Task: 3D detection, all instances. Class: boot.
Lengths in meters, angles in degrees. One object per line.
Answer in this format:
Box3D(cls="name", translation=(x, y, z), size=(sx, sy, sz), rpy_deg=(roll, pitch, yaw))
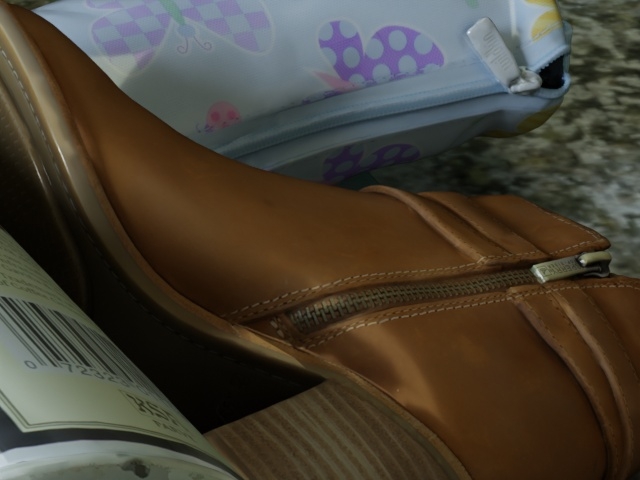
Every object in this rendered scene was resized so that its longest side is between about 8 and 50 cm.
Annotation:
Box3D(cls="boot", translation=(0.000, 0.001, 0.708), size=(0.220, 0.109, 0.283), rpy_deg=(-19, 56, -38))

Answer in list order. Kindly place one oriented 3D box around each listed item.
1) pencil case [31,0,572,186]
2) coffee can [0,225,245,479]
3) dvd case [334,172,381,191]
Box3D(cls="pencil case", translation=(-0.022, -0.068, 0.840), size=(0.273, 0.113, 0.124), rpy_deg=(-17, 50, -25))
Box3D(cls="coffee can", translation=(-0.151, 0.078, 0.554), size=(0.201, 0.201, 0.275), rpy_deg=(-19, 37, -27))
Box3D(cls="dvd case", translation=(0.000, 0.000, 0.849), size=(0.087, 0.013, 0.119), rpy_deg=(-14, 35, -19))
